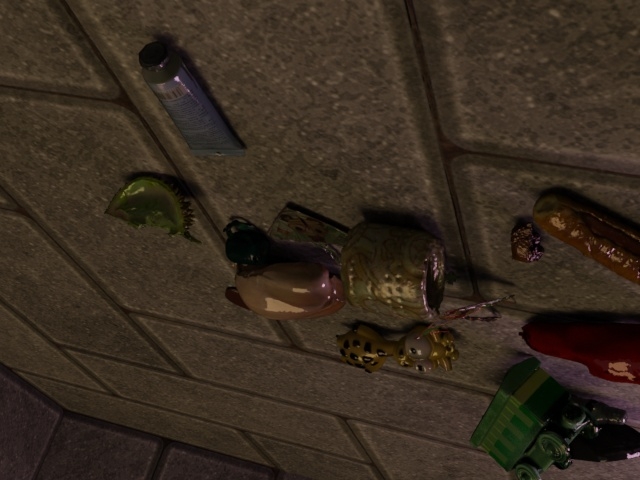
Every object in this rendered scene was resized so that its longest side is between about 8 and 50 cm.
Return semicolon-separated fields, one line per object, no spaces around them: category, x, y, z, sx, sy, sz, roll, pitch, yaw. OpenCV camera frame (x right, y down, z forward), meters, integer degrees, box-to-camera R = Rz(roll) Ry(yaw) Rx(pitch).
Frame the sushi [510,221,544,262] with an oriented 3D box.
sushi;0.310;0.008;1.462;0.047;0.050;0.099;3;162;21

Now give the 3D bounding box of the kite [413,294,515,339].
kite;0.256;0.136;1.692;0.198;0.006;0.244;-28;160;23

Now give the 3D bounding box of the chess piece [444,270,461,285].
chess piece;0.169;0.063;1.684;0.149;0.059;0.059;4;152;25

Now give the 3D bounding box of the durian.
durian;-0.282;-0.053;1.724;0.215;0.100;0.086;15;160;28

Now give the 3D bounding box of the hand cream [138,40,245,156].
hand cream;-0.192;-0.192;1.418;0.091;0.058;0.271;-1;155;16

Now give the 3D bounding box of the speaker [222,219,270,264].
speaker;-0.138;-0.001;1.798;0.075;0.060;0.094;4;117;31

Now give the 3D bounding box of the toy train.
toy train;0.424;0.378;1.958;0.202;0.120;0.301;42;150;21

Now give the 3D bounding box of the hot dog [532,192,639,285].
hot dog;0.422;0.014;1.375;0.286;0.061;0.088;26;167;-10

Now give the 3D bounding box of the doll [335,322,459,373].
doll;0.152;0.224;2.006;0.291;0.086;0.117;-4;118;40

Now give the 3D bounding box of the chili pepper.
chili pepper;0.496;0.184;1.635;0.387;0.110;0.110;5;153;42

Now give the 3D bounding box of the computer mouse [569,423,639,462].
computer mouse;0.566;0.410;2.052;0.137;0.086;0.269;-6;175;-22

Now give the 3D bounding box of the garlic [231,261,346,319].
garlic;-0.064;0.103;1.866;0.228;0.110;0.217;8;168;26

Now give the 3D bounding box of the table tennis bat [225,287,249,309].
table tennis bat;-0.165;0.119;2.120;0.087;0.013;0.156;22;158;1

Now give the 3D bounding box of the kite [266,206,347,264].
kite;-0.001;0.001;1.734;0.229;0.012;0.250;7;154;35

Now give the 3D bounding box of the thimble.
thimble;0.121;0.059;1.593;0.143;0.137;0.190;8;141;21

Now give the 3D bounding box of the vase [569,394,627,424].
vase;0.527;0.349;2.013;0.211;0.060;0.060;4;152;33
